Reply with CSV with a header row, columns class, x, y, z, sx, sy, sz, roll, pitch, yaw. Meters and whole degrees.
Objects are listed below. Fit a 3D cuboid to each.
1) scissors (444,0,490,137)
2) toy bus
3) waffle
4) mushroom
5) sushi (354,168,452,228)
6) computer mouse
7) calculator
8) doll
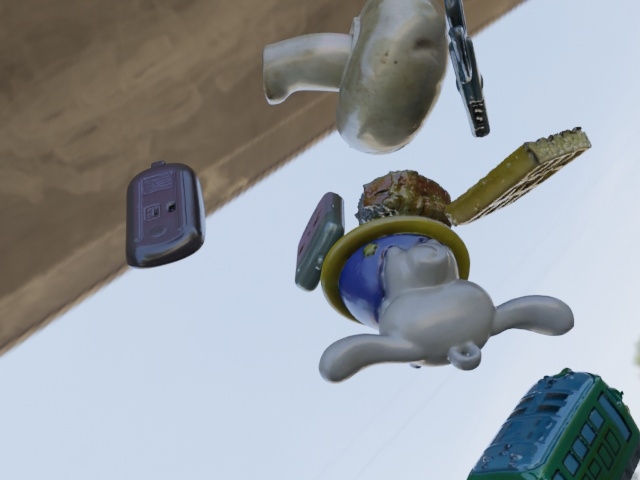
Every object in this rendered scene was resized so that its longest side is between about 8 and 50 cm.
class,x,y,z,sx,sy,sz,roll,pitch,yaw
scissors,0.220,-0.240,1.351,0.041,0.138,0.289,-11,-32,11
toy bus,0.389,0.366,1.514,0.184,0.199,0.343,-20,13,43
waffle,0.374,-0.120,1.722,0.248,0.055,0.221,-21,-16,-49
mushroom,0.100,-0.291,1.690,0.356,0.315,0.315,-37,-27,9
sushi,0.211,-0.068,2.206,0.274,0.139,0.184,22,-36,-30
computer mouse,-0.232,-0.034,1.352,0.120,0.232,0.057,-15,-50,0
calculator,0.000,0.000,1.629,0.141,0.045,0.246,-62,9,19
doll,0.146,0.055,1.114,0.242,0.311,0.159,-104,13,-74
